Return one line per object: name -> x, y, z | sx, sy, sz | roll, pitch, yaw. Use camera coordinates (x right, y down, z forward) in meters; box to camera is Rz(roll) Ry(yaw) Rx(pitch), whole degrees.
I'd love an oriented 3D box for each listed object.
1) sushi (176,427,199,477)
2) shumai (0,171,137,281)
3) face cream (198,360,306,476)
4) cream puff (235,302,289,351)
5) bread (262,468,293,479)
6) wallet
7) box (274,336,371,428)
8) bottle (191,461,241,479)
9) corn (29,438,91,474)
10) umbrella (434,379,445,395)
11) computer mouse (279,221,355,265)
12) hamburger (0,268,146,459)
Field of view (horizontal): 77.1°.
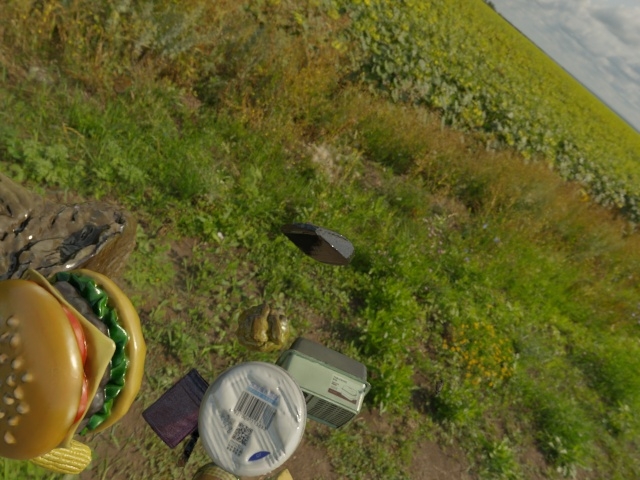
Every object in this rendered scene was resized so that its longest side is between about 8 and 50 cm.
sushi -> -0.459, 0.711, 1.407 | 0.040, 0.193, 0.210 | 26, 59, -5
shumai -> -0.535, 0.022, 0.731 | 0.282, 0.217, 0.346 | 26, 44, -6
face cream -> -0.130, 0.344, 0.790 | 0.205, 0.111, 0.206 | 0, 72, 1
cream puff -> -0.246, 0.374, 1.735 | 0.243, 0.196, 0.244 | 7, 43, -7
bread -> -0.117, 0.413, 0.426 | 0.223, 0.183, 0.211 | -7, 68, -52
wallet -> -0.310, 0.379, 0.906 | 0.111, 0.166, 0.030 | 48, 2, -7
box -> -0.008, 0.440, 1.244 | 0.290, 0.221, 0.166 | 25, 45, -4
bottle -> -0.267, 0.595, 0.848 | 0.271, 0.143, 0.156 | -11, 79, -78
corn -> -0.809, 0.646, 1.226 | 0.244, 0.093, 0.094 | 66, 11, -46
umbrella -> 0.341, 0.422, 1.155 | 0.083, 0.031, 0.020 | -4, 70, -64
computer mouse -> 0.002, -0.004, 1.292 | 0.295, 0.168, 0.087 | 41, 61, -49
hamburger -> -0.239, 0.103, 0.357 | 0.162, 0.162, 0.115 | 51, 16, 15
